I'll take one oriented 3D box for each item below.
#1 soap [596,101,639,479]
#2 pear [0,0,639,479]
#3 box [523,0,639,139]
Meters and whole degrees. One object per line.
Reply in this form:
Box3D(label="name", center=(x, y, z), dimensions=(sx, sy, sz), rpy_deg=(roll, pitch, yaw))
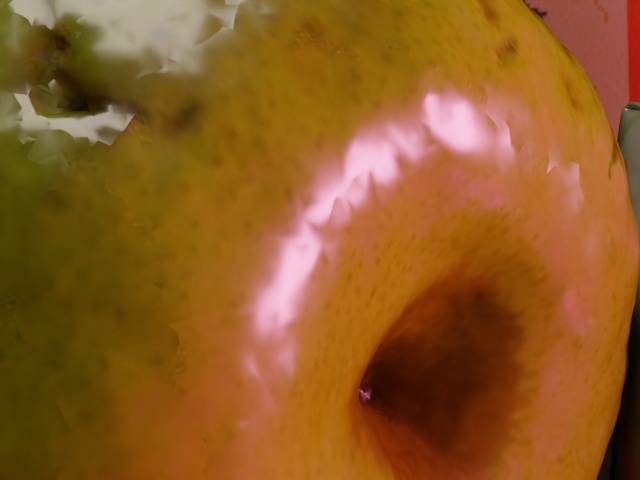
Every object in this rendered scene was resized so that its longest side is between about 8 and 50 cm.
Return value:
Box3D(label="soap", center=(0.190, 0.061, 0.691), dimensions=(0.138, 0.199, 0.182), rpy_deg=(1, 33, 5))
Box3D(label="pear", center=(-0.092, 0.028, 0.607), dimensions=(0.391, 0.391, 0.391), rpy_deg=(-3, 12, 1))
Box3D(label="box", center=(0.071, -0.074, 1.136), dimensions=(0.257, 0.318, 0.348), rpy_deg=(-5, 13, -2))
